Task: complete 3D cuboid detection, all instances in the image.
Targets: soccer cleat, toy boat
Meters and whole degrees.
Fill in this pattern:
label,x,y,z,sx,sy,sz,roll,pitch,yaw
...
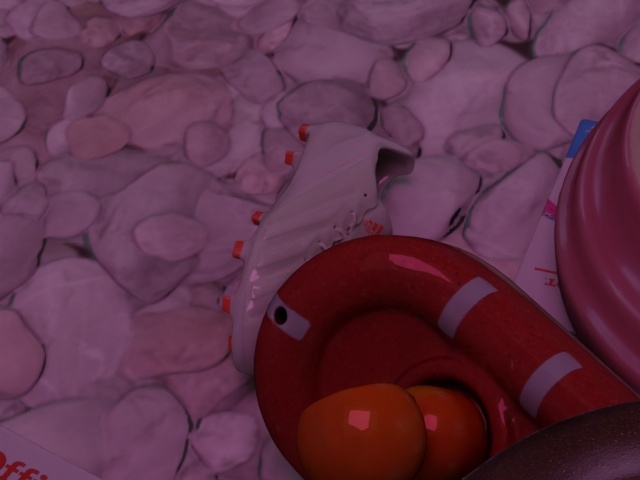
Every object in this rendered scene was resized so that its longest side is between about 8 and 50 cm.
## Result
label,x,y,z,sx,sy,sz,roll,pitch,yaw
soccer cleat,0.000,0.000,0.901,0.076,0.068,0.196,12,48,13
toy boat,0.046,0.093,0.730,0.231,0.151,0.151,43,110,36

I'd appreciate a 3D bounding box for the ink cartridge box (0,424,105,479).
label,x,y,z,sx,sy,sz,roll,pitch,yaw
ink cartridge box,-0.155,0.211,0.711,0.160,0.092,0.219,22,56,25

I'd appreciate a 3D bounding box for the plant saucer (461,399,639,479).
label,x,y,z,sx,sy,sz,roll,pitch,yaw
plant saucer,0.160,0.213,0.610,0.311,0.050,0.310,0,77,2

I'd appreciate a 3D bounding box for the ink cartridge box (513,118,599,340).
label,x,y,z,sx,sy,sz,roll,pitch,yaw
ink cartridge box,0.171,0.021,0.860,0.104,0.061,0.181,13,51,20

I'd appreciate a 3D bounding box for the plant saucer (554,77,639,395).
label,x,y,z,sx,sy,sz,roll,pitch,yaw
plant saucer,0.281,-0.026,0.765,0.332,0.084,0.332,-8,42,8
